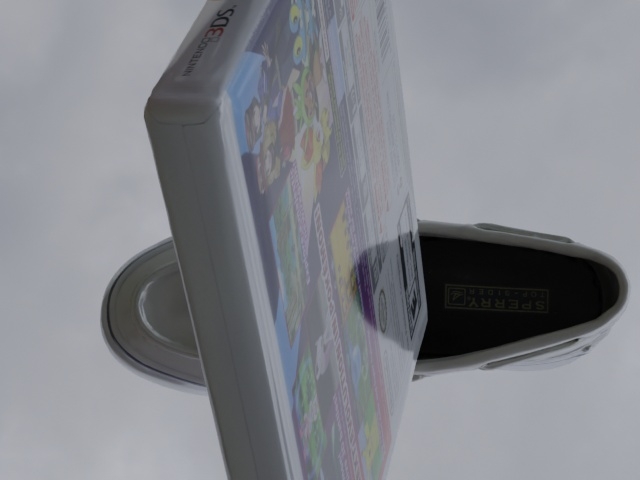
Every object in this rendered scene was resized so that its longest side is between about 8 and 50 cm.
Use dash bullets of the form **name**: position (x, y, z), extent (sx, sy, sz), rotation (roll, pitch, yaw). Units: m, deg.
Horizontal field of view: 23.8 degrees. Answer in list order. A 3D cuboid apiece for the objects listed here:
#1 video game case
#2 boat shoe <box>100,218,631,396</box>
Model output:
- **video game case**: position (0.000, 0.000, 0.465), extent (0.023, 0.201, 0.183), rotation (1, -145, 14)
- **boat shoe**: position (0.021, 0.024, 0.737), extent (0.258, 0.084, 0.095), rotation (-6, -100, -6)
